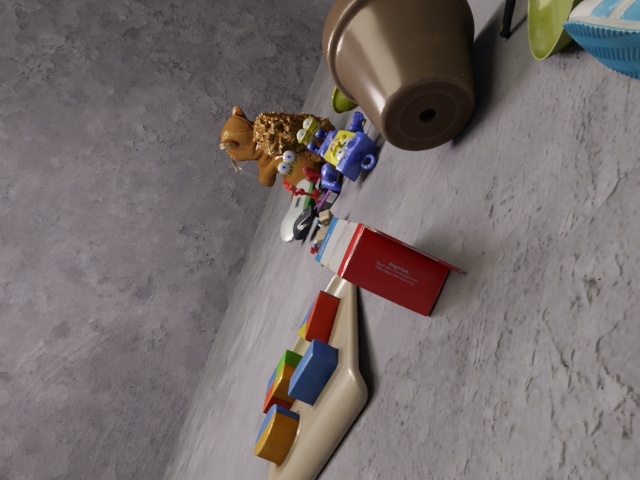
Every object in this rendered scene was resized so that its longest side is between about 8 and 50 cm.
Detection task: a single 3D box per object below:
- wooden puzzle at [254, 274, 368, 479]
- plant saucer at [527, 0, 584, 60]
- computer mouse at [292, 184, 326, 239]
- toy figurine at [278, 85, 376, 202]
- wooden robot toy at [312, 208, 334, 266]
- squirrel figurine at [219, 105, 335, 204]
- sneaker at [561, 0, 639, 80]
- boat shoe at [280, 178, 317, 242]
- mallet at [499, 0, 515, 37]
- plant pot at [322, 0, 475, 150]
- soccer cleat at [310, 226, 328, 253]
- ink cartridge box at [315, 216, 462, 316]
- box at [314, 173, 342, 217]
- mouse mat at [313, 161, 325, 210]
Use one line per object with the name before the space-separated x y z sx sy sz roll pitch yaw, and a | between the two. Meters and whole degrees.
wooden puzzle | -0.031 0.252 0.980 0.322 0.080 0.348 -61 14 22
plant saucer | 0.287 -0.331 0.626 0.241 0.037 0.241 4 -90 -83
computer mouse | -0.025 -0.102 1.559 0.071 0.041 0.242 -91 26 -63
toy figurine | 0.086 -0.233 1.360 0.217 0.191 0.363 33 90 46
wooden robot toy | 0.036 -0.010 1.267 0.078 0.076 0.173 -22 32 20
squirrel figurine | -0.156 -0.349 1.915 0.397 0.370 0.281 -40 29 63
sneaker | 0.293 -0.190 0.439 0.092 0.087 0.228 -58 20 4
boat shoe | -0.058 -0.085 1.732 0.077 0.070 0.220 3 65 40
mallet | 0.272 -0.360 0.762 0.190 0.039 0.063 78 -166 -51
plant pot | 0.145 -0.274 0.897 0.263 0.262 0.230 -54 36 44
soccer cleat | 0.000 0.000 1.434 0.083 0.029 0.036 -58 6 21
ink cartridge box | 0.084 0.033 0.765 0.078 0.134 0.231 -65 12 1
box | 0.029 -0.155 1.587 0.116 0.029 0.162 124 162 -46
mouse mat | -0.001 -0.169 1.679 0.190 0.007 0.153 105 179 -53
